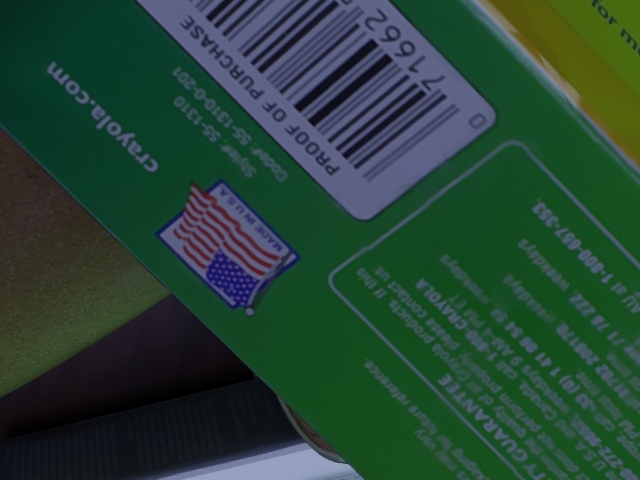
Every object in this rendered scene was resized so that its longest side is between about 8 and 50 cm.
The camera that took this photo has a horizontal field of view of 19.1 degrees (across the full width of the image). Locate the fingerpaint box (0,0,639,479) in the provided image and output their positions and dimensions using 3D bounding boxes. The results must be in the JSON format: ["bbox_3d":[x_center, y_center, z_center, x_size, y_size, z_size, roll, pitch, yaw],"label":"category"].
[{"bbox_3d":[0.141,-0.032,0.696,0.445,0.371,0.163,44,128,-10],"label":"fingerpaint box"}]

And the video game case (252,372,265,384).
[{"bbox_3d":[0.076,0.114,0.951,0.193,0.023,0.212,-14,109,-5],"label":"video game case"}]

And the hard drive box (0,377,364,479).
[{"bbox_3d":[-0.022,0.163,0.890,0.232,0.089,0.181,-12,108,-4],"label":"hard drive box"}]

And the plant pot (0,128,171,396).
[{"bbox_3d":[-0.146,-0.035,0.781,0.237,0.237,0.254,35,113,-17],"label":"plant pot"}]

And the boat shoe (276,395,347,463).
[{"bbox_3d":[0.000,0.000,0.825,0.068,0.072,0.190,-9,67,-6],"label":"boat shoe"}]
